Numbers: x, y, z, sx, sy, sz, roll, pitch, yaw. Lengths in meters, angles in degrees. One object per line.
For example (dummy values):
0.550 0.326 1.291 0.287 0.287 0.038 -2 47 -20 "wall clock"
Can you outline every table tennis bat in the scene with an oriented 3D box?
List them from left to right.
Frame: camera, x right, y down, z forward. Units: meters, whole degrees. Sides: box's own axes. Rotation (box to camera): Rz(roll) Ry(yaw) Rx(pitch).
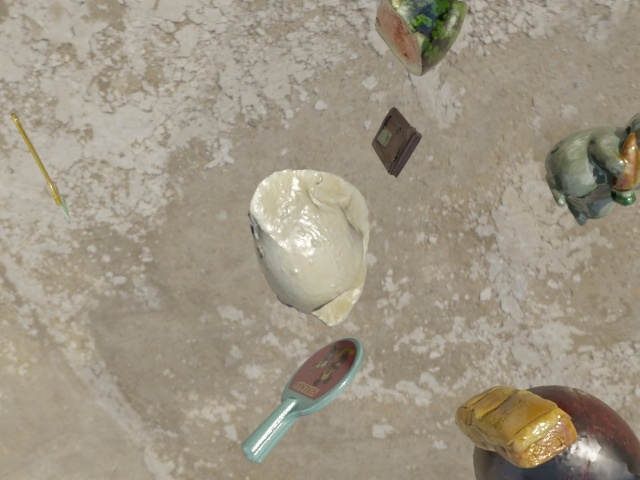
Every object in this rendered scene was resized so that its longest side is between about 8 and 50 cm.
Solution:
-0.025 0.240 0.860 0.244 0.153 0.040 -43 105 -20 "table tennis bat"

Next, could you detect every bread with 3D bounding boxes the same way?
0.193 0.186 0.568 0.074 0.132 0.053 -28 90 -11 "bread"

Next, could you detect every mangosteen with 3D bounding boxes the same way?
0.323 0.295 0.760 0.216 0.216 0.216 5 115 10 "mangosteen"

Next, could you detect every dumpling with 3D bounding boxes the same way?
0.004 0.003 0.938 0.175 0.227 0.243 40 159 27 "dumpling"

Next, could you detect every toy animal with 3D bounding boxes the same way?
0.394 -0.121 0.700 0.108 0.138 0.236 18 133 -35 "toy animal"

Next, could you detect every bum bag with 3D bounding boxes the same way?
0.162 -0.216 1.216 0.026 0.159 0.109 17 120 -25 "bum bag"

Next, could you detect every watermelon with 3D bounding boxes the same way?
0.185 -0.378 1.060 0.159 0.303 0.128 3 105 0 "watermelon"

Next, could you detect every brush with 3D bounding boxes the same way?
-0.520 -0.136 1.043 0.010 0.082 0.218 -25 126 -15 "brush"
